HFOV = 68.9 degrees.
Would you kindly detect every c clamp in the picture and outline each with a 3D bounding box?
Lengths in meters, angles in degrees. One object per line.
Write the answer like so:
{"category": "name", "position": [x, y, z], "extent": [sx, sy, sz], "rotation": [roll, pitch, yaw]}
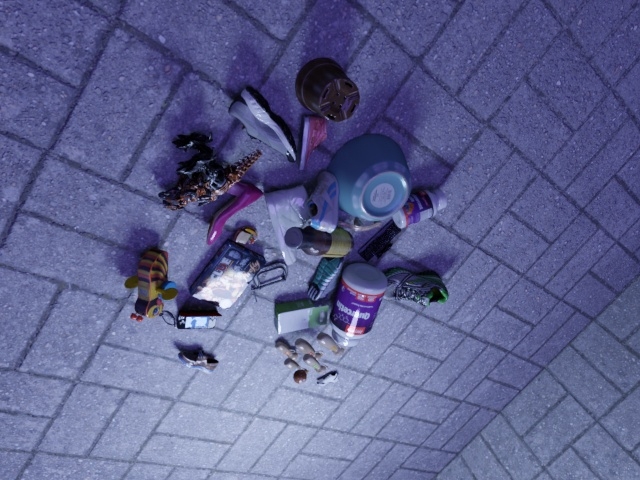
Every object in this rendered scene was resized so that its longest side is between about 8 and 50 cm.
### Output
{"category": "c clamp", "position": [-0.192, 0.148, 1.759], "extent": [0.160, 0.022, 0.137], "rotation": [-22, 122, -6]}

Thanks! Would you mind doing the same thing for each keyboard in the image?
{"category": "keyboard", "position": [0.246, 0.014, 1.840], "extent": [0.192, 0.038, 0.100], "rotation": [-44, 127, 10]}

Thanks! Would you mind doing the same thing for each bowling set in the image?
{"category": "bowling set", "position": [-0.058, 0.503, 1.885], "extent": [0.287, 0.200, 0.154], "rotation": [-16, 134, 32]}

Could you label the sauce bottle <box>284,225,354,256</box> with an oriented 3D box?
{"category": "sauce bottle", "position": [0.000, 0.000, 1.591], "extent": [0.111, 0.111, 0.344], "rotation": [-52, 156, 15]}

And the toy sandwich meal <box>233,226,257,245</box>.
{"category": "toy sandwich meal", "position": [-0.256, -0.012, 1.618], "extent": [0.085, 0.029, 0.086], "rotation": [-11, 125, -16]}

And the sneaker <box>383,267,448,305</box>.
{"category": "sneaker", "position": [0.389, 0.203, 1.956], "extent": [0.343, 0.146, 0.134], "rotation": [-1, 122, -21]}

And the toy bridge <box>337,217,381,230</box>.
{"category": "toy bridge", "position": [0.143, -0.059, 1.732], "extent": [0.188, 0.063, 0.026], "rotation": [-1, 122, -23]}

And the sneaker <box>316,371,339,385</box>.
{"category": "sneaker", "position": [0.032, 0.641, 2.170], "extent": [0.109, 0.040, 0.044], "rotation": [-13, 109, -19]}

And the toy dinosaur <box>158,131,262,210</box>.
{"category": "toy dinosaur", "position": [-0.341, -0.205, 1.408], "extent": [0.322, 0.164, 0.218], "rotation": [-40, 143, -13]}

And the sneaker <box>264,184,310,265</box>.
{"category": "sneaker", "position": [-0.080, -0.051, 1.617], "extent": [0.169, 0.108, 0.293], "rotation": [-17, 125, -7]}

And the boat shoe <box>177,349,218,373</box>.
{"category": "boat shoe", "position": [-0.475, 0.461, 1.825], "extent": [0.066, 0.066, 0.183], "rotation": [-45, 137, 4]}

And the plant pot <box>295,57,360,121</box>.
{"category": "plant pot", "position": [0.028, -0.434, 1.372], "extent": [0.166, 0.165, 0.167], "rotation": [-10, 124, -16]}

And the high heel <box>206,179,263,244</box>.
{"category": "high heel", "position": [-0.285, -0.079, 1.531], "extent": [0.117, 0.082, 0.244], "rotation": [23, 98, -22]}

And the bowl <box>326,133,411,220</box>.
{"category": "bowl", "position": [0.188, -0.192, 1.602], "extent": [0.311, 0.163, 0.312], "rotation": [-11, 124, -17]}

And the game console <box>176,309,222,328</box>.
{"category": "game console", "position": [-0.445, 0.298, 1.710], "extent": [0.144, 0.085, 0.124], "rotation": [4, 120, -24]}

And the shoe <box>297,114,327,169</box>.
{"category": "shoe", "position": [-0.026, -0.309, 1.495], "extent": [0.081, 0.063, 0.178], "rotation": [0, 117, -17]}

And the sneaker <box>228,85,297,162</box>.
{"category": "sneaker", "position": [-0.165, -0.335, 1.412], "extent": [0.108, 0.100, 0.271], "rotation": [-32, 126, 18]}

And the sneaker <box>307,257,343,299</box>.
{"category": "sneaker", "position": [0.037, 0.136, 1.823], "extent": [0.098, 0.083, 0.224], "rotation": [5, 126, -49]}

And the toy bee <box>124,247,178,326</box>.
{"category": "toy bee", "position": [-0.546, 0.187, 1.526], "extent": [0.195, 0.162, 0.298], "rotation": [-9, 109, 28]}

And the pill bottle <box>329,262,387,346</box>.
{"category": "pill bottle", "position": [0.142, 0.263, 1.869], "extent": [0.181, 0.181, 0.323], "rotation": [1, 121, -23]}

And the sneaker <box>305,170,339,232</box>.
{"category": "sneaker", "position": [0.005, -0.138, 1.529], "extent": [0.092, 0.229, 0.087], "rotation": [13, 146, -24]}

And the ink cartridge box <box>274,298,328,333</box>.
{"category": "ink cartridge box", "position": [-0.079, 0.299, 1.876], "extent": [0.209, 0.062, 0.109], "rotation": [-8, 124, -18]}

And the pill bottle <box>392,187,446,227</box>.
{"category": "pill bottle", "position": [0.369, -0.127, 1.752], "extent": [0.193, 0.108, 0.108], "rotation": [-21, 127, -9]}

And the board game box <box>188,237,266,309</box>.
{"category": "board game box", "position": [-0.332, 0.125, 1.669], "extent": [0.165, 0.042, 0.243], "rotation": [30, 107, -34]}
